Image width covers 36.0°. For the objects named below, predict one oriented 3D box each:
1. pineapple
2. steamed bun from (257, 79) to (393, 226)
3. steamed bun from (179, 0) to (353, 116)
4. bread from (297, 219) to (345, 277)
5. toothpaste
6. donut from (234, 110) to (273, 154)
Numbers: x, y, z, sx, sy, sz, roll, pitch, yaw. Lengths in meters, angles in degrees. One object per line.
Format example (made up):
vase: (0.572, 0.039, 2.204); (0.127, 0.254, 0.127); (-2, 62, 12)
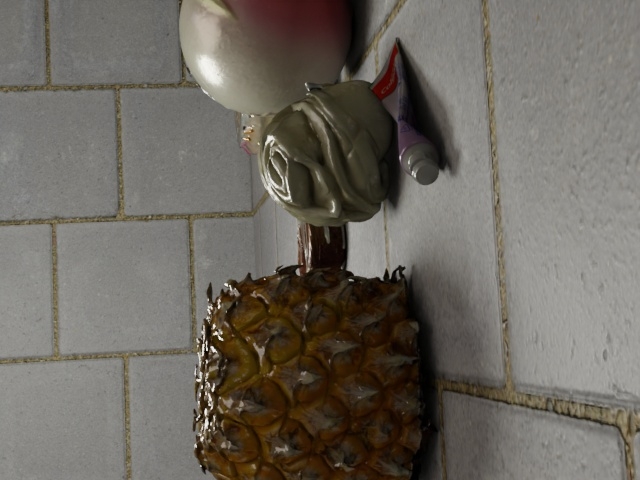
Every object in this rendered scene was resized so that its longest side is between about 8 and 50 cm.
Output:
pineapple: (-0.019, 0.192, 1.322); (0.352, 0.300, 0.353); (-176, 90, -84)
steamed bun: (-0.008, -0.121, 1.408); (0.218, 0.144, 0.211); (-1, 96, 48)
steamed bun: (-0.075, -0.370, 1.612); (0.309, 0.309, 0.310); (178, 90, -81)
bread: (0.000, 0.000, 1.831); (0.160, 0.073, 0.161); (178, 90, -81)
toothpaste: (0.103, -0.158, 1.225); (0.301, 0.048, 0.075); (-101, 8, -55)
donut: (-0.139, -0.394, 2.415); (0.382, 0.142, 0.383); (178, 90, -82)
